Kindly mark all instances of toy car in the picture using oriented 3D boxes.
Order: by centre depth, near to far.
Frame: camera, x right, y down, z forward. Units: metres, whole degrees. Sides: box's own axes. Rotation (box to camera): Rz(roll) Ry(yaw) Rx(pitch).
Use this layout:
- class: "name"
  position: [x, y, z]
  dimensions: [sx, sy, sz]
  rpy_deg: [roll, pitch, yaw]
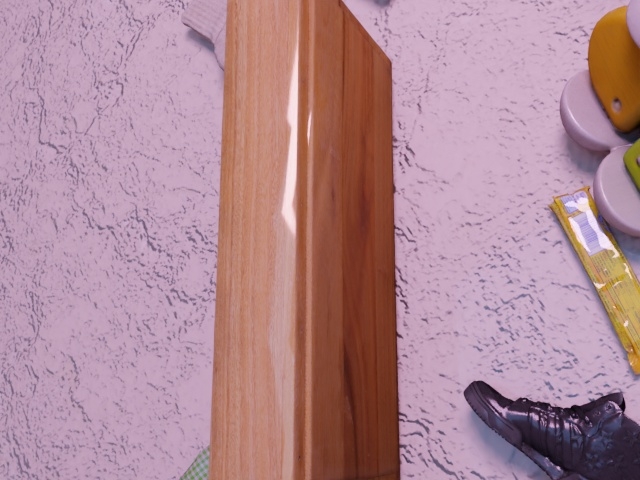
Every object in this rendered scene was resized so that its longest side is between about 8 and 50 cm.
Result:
- class: "toy car"
  position: [0.279, -0.097, 0.536]
  dimensions: [0.136, 0.159, 0.182]
  rpy_deg: [-9, 69, -14]

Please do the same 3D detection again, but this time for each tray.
- class: "tray"
  position: [0.000, 0.000, 0.600]
  dimensions: [0.076, 0.203, 0.410]
  rpy_deg: [-5, 75, 26]

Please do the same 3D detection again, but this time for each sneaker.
- class: "sneaker"
  position: [0.202, 0.145, 0.555]
  dimensions: [0.170, 0.051, 0.089]
  rpy_deg: [41, 97, 23]

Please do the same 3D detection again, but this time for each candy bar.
- class: "candy bar"
  position: [0.235, 0.026, 0.583]
  dimensions: [0.040, 0.018, 0.161]
  rpy_deg: [-27, 67, 15]

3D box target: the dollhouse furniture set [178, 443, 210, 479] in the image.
- class: "dollhouse furniture set"
  position: [-0.136, 0.331, 0.617]
  dimensions: [0.197, 0.151, 0.301]
  rpy_deg: [40, 97, 28]

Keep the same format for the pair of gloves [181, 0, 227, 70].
- class: "pair of gloves"
  position: [-0.033, -0.280, 0.763]
  dimensions: [0.240, 0.042, 0.204]
  rpy_deg: [-45, 56, 7]
